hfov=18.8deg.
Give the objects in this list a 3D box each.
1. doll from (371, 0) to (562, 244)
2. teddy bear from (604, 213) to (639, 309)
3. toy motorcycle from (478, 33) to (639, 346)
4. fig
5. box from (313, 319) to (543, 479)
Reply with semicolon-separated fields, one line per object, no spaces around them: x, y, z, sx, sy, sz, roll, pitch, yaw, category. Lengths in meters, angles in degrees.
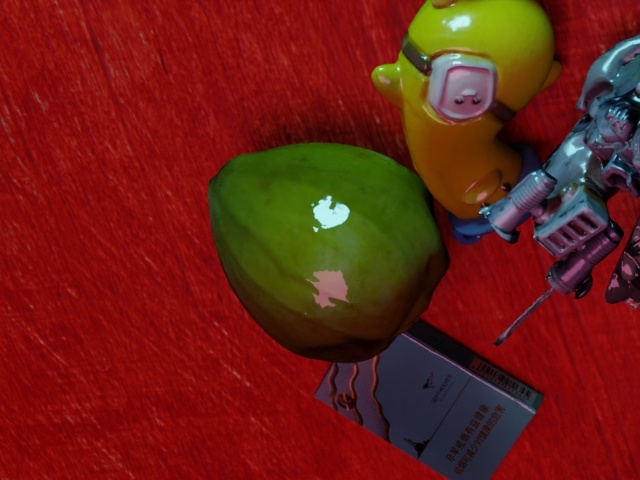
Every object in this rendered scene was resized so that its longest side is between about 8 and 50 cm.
0.147;-0.146;1.935;0.199;0.145;0.363;-9;126;-8;doll
0.418;0.003;1.911;0.251;0.144;0.171;11;114;17;teddy bear
0.268;-0.060;1.849;0.134;0.207;0.401;38;116;-17;toy motorcycle
0.000;0.000;2.052;0.271;0.239;0.239;34;129;5;fig
0.123;0.179;2.231;0.229;0.041;0.162;31;129;4;box
